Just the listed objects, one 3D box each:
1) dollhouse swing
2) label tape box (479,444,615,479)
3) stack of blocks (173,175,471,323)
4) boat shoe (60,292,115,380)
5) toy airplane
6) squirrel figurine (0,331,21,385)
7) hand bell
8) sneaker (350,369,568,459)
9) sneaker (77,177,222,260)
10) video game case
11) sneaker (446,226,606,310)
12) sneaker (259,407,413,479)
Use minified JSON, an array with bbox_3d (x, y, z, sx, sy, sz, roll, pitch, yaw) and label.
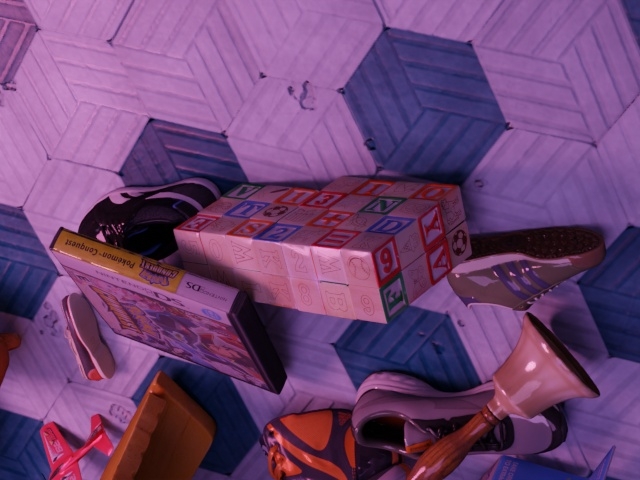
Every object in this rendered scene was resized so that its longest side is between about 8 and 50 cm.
[{"bbox_3d":[-0.174,0.431,1.745,0.305,0.347,0.315,28,124,-6],"label":"dollhouse swing"},{"bbox_3d":[0.198,0.393,1.612,0.115,0.249,0.348,33,129,4],"label":"label tape box"},{"bbox_3d":[0.000,0.000,1.533,0.297,0.171,0.087,7,121,39],"label":"stack of blocks"},{"bbox_3d":[-0.323,0.132,1.813,0.043,0.049,0.137,-6,119,27],"label":"boat shoe"},{"bbox_3d":[-0.346,0.304,1.897,0.151,0.028,0.151,-11,73,38],"label":"toy airplane"},{"bbox_3d":[-0.596,0.211,1.874,0.370,0.281,0.397,-3,131,11],"label":"squirrel figurine"},{"bbox_3d":[0.191,0.208,1.552,0.242,0.126,0.126,-43,97,11],"label":"hand bell"},{"bbox_3d":[0.165,0.230,1.636,0.271,0.108,0.100,2,117,19],"label":"sneaker"},{"bbox_3d":[-0.235,-0.014,1.650,0.217,0.121,0.079,-17,109,28],"label":"sneaker"},{"bbox_3d":[-0.179,0.092,1.637,0.248,0.035,0.275,18,158,17],"label":"video game case"},{"bbox_3d":[0.237,0.039,1.533,0.192,0.064,0.086,-5,123,24],"label":"sneaker"},{"bbox_3d":[-0.046,0.344,1.715,0.180,0.321,0.124,46,169,25],"label":"sneaker"}]
